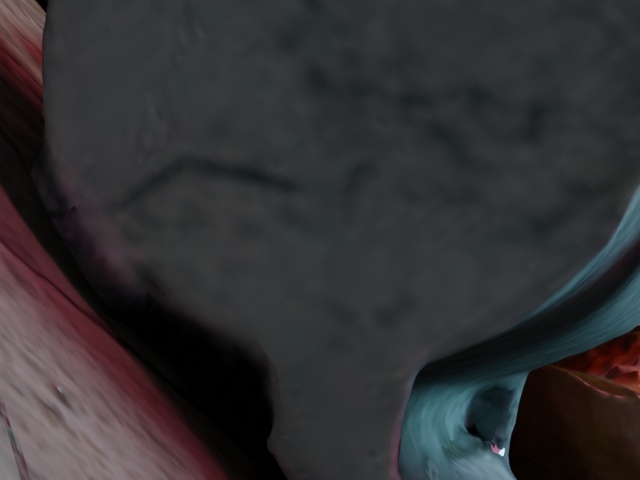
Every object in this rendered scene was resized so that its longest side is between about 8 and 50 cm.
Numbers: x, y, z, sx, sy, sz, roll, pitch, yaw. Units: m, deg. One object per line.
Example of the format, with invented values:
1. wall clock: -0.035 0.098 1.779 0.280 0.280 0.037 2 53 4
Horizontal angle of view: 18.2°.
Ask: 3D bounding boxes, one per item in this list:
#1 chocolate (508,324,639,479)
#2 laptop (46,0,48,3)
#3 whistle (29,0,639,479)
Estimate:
1. chocolate: 0.096 0.081 0.761 0.133 0.124 0.127 2 56 -18
2. laptop: -0.056 -0.067 0.927 0.154 0.026 0.207 51 8 6
3. whistle: 0.034 0.023 0.611 0.168 0.188 0.405 17 67 -73
